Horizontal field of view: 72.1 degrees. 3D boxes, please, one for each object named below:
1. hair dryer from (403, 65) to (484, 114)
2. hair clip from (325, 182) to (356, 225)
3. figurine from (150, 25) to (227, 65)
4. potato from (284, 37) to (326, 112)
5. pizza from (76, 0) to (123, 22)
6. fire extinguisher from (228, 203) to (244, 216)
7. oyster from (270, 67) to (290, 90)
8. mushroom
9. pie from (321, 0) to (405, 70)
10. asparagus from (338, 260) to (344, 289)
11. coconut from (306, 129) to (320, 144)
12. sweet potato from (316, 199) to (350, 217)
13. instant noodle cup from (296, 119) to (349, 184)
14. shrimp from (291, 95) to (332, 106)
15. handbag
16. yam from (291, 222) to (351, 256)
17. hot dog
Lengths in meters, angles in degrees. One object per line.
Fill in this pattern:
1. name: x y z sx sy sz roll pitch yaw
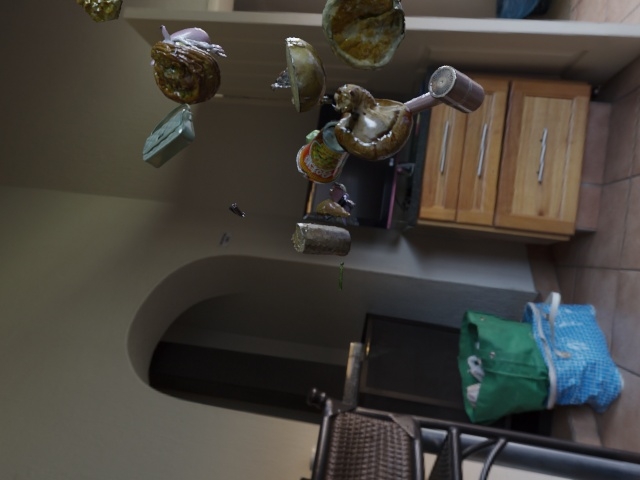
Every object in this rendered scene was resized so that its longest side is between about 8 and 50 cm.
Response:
1. hair dryer: 0.371 -0.479 1.529 0.189 0.344 0.106 7 -99 -41
2. hair clip: 0.073 -0.144 1.746 0.146 0.056 0.187 60 146 19
3. figurine: -0.505 -0.721 1.705 0.315 0.285 0.206 -83 17 -55
4. potato: -0.048 -0.554 1.460 0.299 0.116 0.239 -125 19 -77
5. pizza: -0.755 -0.810 1.519 0.035 0.160 0.099 -88 -9 -54
6. fire extinguisher: -0.367 -0.125 1.911 0.100 0.046 0.032 63 -165 -60
7. oyster: -0.129 -0.777 2.078 0.100 0.271 0.275 57 -138 -22
8. mushroom: 0.172 -0.381 1.412 0.254 0.268 0.267 98 -178 -71
9. pie: 0.164 -0.782 1.578 0.077 0.339 0.338 -127 33 -52
10. asparagus: 0.087 0.149 1.860 0.018 0.015 0.127 -57 -28 -75
11. coconut: -0.019 -0.412 1.811 0.096 0.088 0.087 16 -101 -39
12. sweet potato: 0.044 -0.117 1.594 0.226 0.068 0.068 12 95 58
13. instant noodle cup: 0.030 -0.335 1.642 0.212 0.193 0.193 137 147 -63
14. shrimp: -0.037 -0.610 1.923 0.041 0.180 0.099 99 169 -52
15. handbag: -0.595 -0.423 1.718 0.079 0.256 0.219 32 -143 -48
16. yam: 0.000 -0.002 1.839 0.129 0.238 0.127 1 87 58
17. hot dog: -0.476 -0.573 1.490 0.122 0.272 0.196 -50 -26 -43
